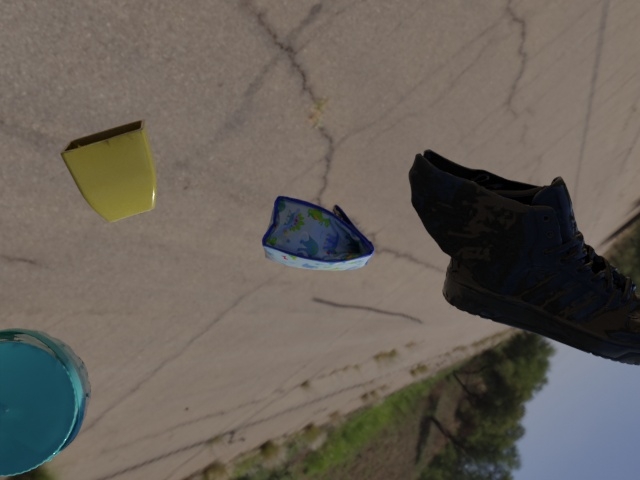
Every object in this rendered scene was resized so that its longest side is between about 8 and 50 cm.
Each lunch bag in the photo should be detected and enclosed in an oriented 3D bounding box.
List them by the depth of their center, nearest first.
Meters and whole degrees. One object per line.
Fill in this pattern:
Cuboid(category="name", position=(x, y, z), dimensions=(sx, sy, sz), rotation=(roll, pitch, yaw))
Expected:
Cuboid(category="lunch bag", position=(0.000, 0.000, 0.987), dimensions=(0.129, 0.151, 0.096), rotation=(97, 12, -82))

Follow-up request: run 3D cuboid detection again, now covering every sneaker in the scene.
Cuboid(category="sneaker", position=(0.130, 0.006, 0.392), dimensions=(0.051, 0.170, 0.089), rotation=(-37, 137, -60))

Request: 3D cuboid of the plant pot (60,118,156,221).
Cuboid(category="plant pot", position=(-0.203, -0.067, 0.700), dimensions=(0.081, 0.083, 0.081), rotation=(-19, -160, -7))

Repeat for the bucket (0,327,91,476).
Cuboid(category="bucket", position=(-0.578, 0.303, 1.316), dimensions=(0.281, 0.281, 0.183), rotation=(-34, -174, -15))
